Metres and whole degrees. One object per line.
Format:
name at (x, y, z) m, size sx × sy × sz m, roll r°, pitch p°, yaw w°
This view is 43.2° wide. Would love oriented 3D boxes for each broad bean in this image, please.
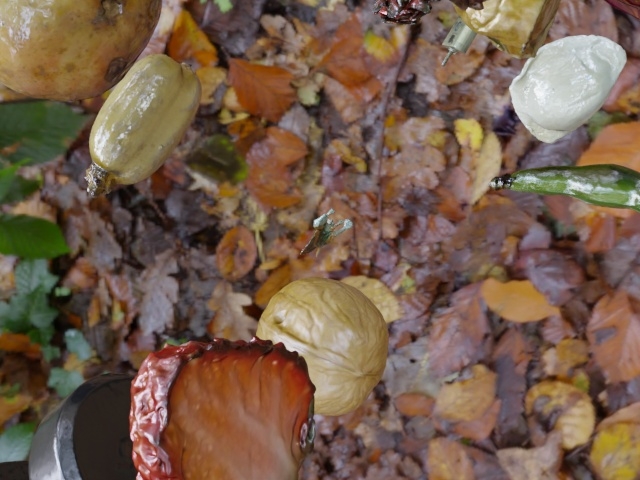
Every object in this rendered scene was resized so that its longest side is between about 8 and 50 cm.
broad bean at (0.330, -0.055, 0.891) m, size 0.297 × 0.043 × 0.060 m, roll 16°, pitch 59°, yaw 35°

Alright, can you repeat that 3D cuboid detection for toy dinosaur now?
toy dinosaur at (-0.003, -0.002, 1.541) m, size 0.044 × 0.106 × 0.187 m, roll 49°, pitch 138°, yaw 7°

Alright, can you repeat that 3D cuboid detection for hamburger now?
hamburger at (0.256, -0.430, 1.081) m, size 0.209 × 0.162 × 0.330 m, roll 25°, pitch 101°, yaw 11°

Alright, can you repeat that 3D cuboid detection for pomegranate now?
pomegranate at (-0.347, -0.323, 1.049) m, size 0.281 × 0.281 × 0.281 m, roll 1°, pitch 92°, yaw 34°

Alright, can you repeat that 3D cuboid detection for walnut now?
walnut at (0.001, 0.154, 1.188) m, size 0.226 × 0.193 × 0.193 m, roll 41°, pitch 116°, yaw 59°

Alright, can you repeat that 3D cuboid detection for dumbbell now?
dumbbell at (-0.294, 0.312, 0.943) m, size 0.322 × 0.204 × 0.204 m, roll -39°, pitch 70°, yaw 30°

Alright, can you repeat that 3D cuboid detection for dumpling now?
dumpling at (0.503, -0.325, 1.678) m, size 0.179 × 0.131 × 0.252 m, roll 39°, pitch 124°, yaw -5°

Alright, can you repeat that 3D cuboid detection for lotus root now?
lotus root at (-0.377, -0.231, 1.670) m, size 0.151 × 0.169 × 0.342 m, roll 24°, pitch 79°, yaw 51°

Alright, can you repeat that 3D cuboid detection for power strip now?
power strip at (0.339, -0.499, 1.773) m, size 0.268 × 0.034 × 0.092 m, roll -59°, pitch 18°, yaw 10°

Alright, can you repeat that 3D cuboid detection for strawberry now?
strawberry at (-0.098, 0.153, 0.646) m, size 0.111 × 0.236 × 0.190 m, roll 7°, pitch 60°, yaw 29°

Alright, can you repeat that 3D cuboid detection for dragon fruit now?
dragon fruit at (0.178, -0.522, 1.764) m, size 0.121 × 0.142 × 0.130 m, roll 30°, pitch 93°, yaw -16°

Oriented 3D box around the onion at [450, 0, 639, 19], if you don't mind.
onion at (0.220, -0.280, 0.557) m, size 0.398 × 0.398 × 0.420 m, roll 33°, pitch 76°, yaw 29°
